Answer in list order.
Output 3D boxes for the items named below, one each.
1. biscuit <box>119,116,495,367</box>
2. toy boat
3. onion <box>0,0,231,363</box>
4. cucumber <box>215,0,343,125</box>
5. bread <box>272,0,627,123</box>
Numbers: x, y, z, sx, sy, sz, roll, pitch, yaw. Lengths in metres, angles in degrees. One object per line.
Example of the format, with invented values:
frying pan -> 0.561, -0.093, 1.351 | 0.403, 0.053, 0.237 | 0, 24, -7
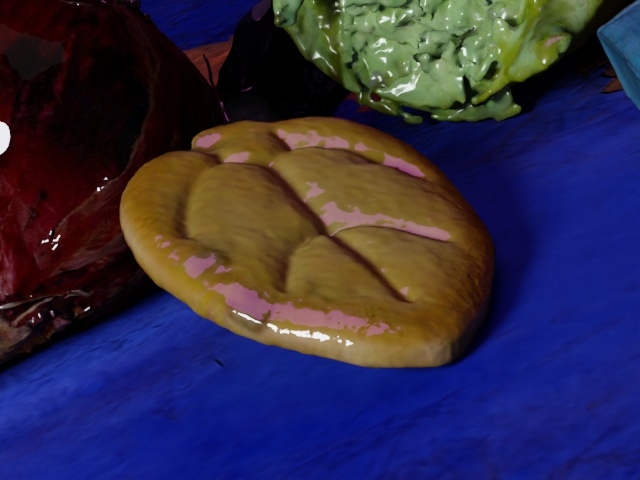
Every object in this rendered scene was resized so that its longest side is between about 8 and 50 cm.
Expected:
biscuit -> 0.001, -0.005, 1.007 | 0.203, 0.041, 0.260 | -11, 34, -26
toy boat -> 0.228, -0.099, 1.064 | 0.077, 0.075, 0.185 | -29, 23, 5
onion -> -0.196, -0.073, 1.145 | 0.281, 0.281, 0.221 | -27, 12, -16
cucumber -> -0.039, -0.135, 1.428 | 0.115, 0.086, 0.193 | -12, 29, 20
bread -> 0.131, -0.236, 1.314 | 0.251, 0.208, 0.376 | -17, 19, 30
